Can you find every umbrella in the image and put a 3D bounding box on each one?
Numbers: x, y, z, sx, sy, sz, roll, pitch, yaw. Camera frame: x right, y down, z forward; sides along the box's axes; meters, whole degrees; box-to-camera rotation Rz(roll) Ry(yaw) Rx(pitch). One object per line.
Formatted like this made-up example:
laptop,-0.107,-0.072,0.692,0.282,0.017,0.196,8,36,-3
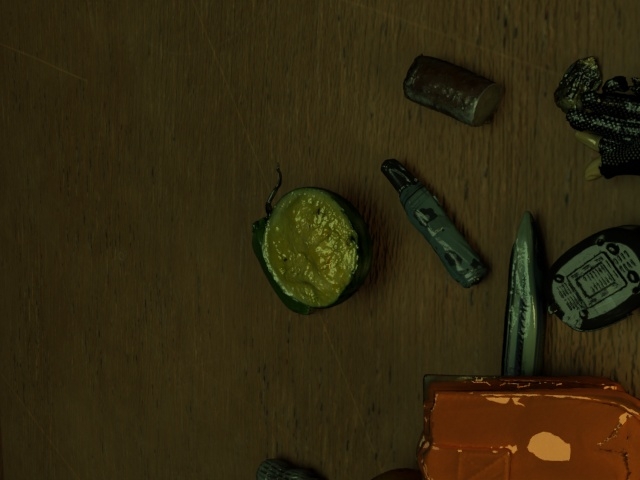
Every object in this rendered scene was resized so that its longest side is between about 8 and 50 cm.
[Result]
umbrella,0.174,-0.031,1.148,0.250,0.052,0.053,56,163,24

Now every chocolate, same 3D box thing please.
chocolate,-0.061,0.473,1.425,0.167,0.072,0.072,7,100,44

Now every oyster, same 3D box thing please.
oyster,0.343,-0.209,0.978,0.054,0.019,0.083,47,125,31

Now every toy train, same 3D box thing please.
toy train,0.297,0.085,1.035,0.048,0.055,0.251,11,103,44

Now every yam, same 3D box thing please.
yam,0.193,-0.222,1.088,0.141,0.079,0.079,32,116,35

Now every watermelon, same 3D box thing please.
watermelon,0.004,0.006,1.263,0.232,0.127,0.204,34,118,35

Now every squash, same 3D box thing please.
squash,-0.071,0.050,1.386,0.219,0.068,0.077,61,140,20

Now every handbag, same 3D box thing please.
handbag,0.268,0.377,0.945,0.304,0.116,0.409,0,98,0

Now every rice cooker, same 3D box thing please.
rice cooker,0.363,0.048,0.933,0.165,0.106,0.112,-42,69,28

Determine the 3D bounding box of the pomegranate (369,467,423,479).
pomegranate,0.125,0.458,1.114,0.221,0.257,0.220,-48,33,46

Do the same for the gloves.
gloves,0.391,-0.136,0.904,0.181,0.107,0.129,-159,69,-72
